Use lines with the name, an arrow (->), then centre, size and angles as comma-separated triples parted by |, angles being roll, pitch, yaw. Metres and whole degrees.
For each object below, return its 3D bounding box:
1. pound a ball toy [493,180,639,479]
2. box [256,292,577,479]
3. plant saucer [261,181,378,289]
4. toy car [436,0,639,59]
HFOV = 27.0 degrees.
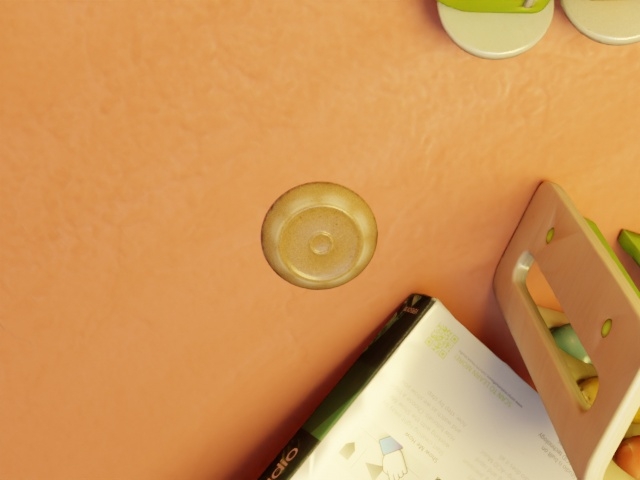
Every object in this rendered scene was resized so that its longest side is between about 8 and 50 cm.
pound a ball toy -> 0.238, 0.100, 0.838 | 0.208, 0.319, 0.135 | 18, 110, -12
box -> 0.055, 0.232, 0.950 | 0.232, 0.058, 0.322 | 42, 80, -12
plant saucer -> 0.000, 0.000, 0.943 | 0.083, 0.015, 0.083 | -2, 113, -4
toy car -> 0.148, -0.197, 0.818 | 0.182, 0.159, 0.136 | -7, 78, -1
